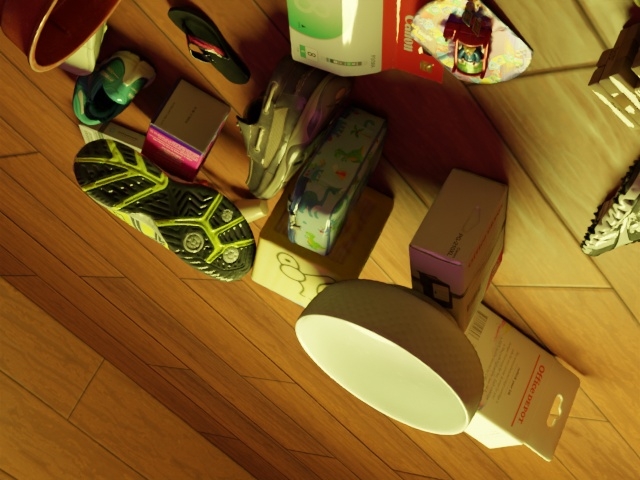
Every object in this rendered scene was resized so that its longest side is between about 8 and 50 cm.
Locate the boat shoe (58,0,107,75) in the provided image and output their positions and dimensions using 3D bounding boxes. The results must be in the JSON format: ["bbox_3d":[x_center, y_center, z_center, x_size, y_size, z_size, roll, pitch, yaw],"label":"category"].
[{"bbox_3d":[-0.417,-0.360,1.781,0.109,0.091,0.305,24,167,-14],"label":"boat shoe"}]

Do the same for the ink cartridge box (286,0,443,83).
[{"bbox_3d":[0.063,-0.291,1.468,0.225,0.056,0.181,22,155,14],"label":"ink cartridge box"}]

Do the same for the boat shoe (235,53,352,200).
[{"bbox_3d":[-0.063,-0.193,1.724,0.130,0.132,0.355,39,146,1],"label":"boat shoe"}]

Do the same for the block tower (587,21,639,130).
[{"bbox_3d":[0.456,-0.223,1.152,0.097,0.091,0.335,38,153,-21],"label":"block tower"}]

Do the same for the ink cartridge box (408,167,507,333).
[{"bbox_3d":[0.229,0.020,1.739,0.100,0.172,0.237,22,154,20],"label":"ink cartridge box"}]

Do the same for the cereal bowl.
[{"bbox_3d":[0.131,0.175,1.764,0.339,0.141,0.339,28,156,14],"label":"cereal bowl"}]

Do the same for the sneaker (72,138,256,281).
[{"bbox_3d":[-0.279,-0.064,1.928,0.385,0.145,0.147,38,174,-19],"label":"sneaker"}]

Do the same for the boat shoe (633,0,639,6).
[{"bbox_3d":[0.294,-0.340,1.076,0.307,0.110,0.104,40,151,-23],"label":"boat shoe"}]

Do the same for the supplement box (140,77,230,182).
[{"bbox_3d":[-0.257,-0.184,1.928,0.114,0.111,0.220,30,156,-7],"label":"supplement box"}]

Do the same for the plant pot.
[{"bbox_3d":[-0.429,-0.430,1.499,0.265,0.272,0.272,38,154,-2],"label":"plant pot"}]

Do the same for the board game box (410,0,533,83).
[{"bbox_3d":[0.196,-0.254,1.403,0.169,0.033,0.133,37,149,-27],"label":"board game box"}]

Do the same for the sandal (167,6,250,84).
[{"bbox_3d":[-0.182,-0.309,1.700,0.067,0.040,0.179,-1,142,47],"label":"sandal"}]

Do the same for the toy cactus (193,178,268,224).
[{"bbox_3d":[-0.188,-0.057,2.140,0.180,0.112,0.219,-10,135,26],"label":"toy cactus"}]

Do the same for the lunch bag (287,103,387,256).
[{"bbox_3d":[0.025,-0.093,1.682,0.090,0.219,0.176,25,155,10],"label":"lunch bag"}]

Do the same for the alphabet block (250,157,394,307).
[{"bbox_3d":[0.000,0.000,1.914,0.192,0.193,0.197,26,155,2],"label":"alphabet block"}]

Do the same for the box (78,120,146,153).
[{"bbox_3d":[-0.398,-0.180,2.165,0.186,0.038,0.145,23,155,14],"label":"box"}]

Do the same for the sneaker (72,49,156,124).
[{"bbox_3d":[-0.404,-0.266,1.926,0.107,0.110,0.275,37,154,-18],"label":"sneaker"}]

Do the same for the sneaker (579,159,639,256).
[{"bbox_3d":[0.459,-0.023,1.536,0.106,0.078,0.234,28,153,6],"label":"sneaker"}]

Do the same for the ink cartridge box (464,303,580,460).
[{"bbox_3d":[0.324,0.269,2.065,0.353,0.207,0.119,36,152,-14],"label":"ink cartridge box"}]
